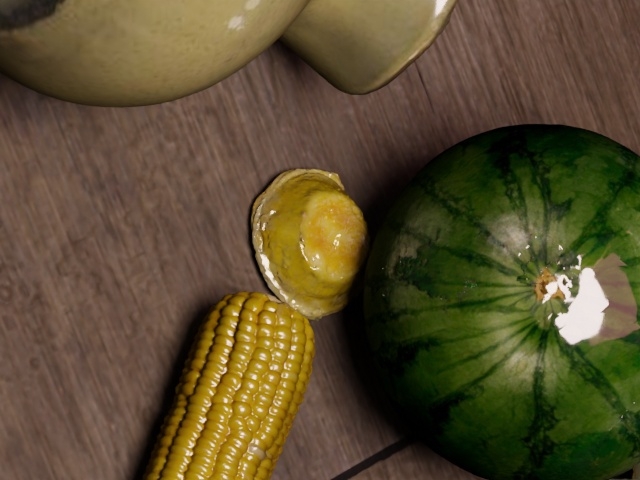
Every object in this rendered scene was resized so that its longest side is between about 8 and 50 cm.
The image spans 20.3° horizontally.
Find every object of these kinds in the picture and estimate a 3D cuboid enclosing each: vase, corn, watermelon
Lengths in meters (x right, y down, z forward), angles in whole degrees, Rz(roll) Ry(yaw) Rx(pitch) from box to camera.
[{"bbox_3d":[-0.098,-0.237,1.074,0.302,0.241,0.329,-8,61,-50],"label":"vase"},{"bbox_3d":[-0.065,0.140,1.100,0.080,0.080,0.231,31,64,-29],"label":"corn"},{"bbox_3d":[0.143,0.043,1.176,0.242,0.242,0.242,7,78,-36],"label":"watermelon"}]

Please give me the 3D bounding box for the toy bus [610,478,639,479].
[{"bbox_3d":[0.101,0.246,1.192,0.301,0.113,0.139,-11,89,-35],"label":"toy bus"}]

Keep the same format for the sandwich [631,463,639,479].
[{"bbox_3d":[0.287,0.153,1.241,0.087,0.226,0.251,0,78,-29],"label":"sandwich"}]

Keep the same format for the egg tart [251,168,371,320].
[{"bbox_3d":[0.000,0.000,1.198,0.105,0.039,0.105,6,79,-34],"label":"egg tart"}]
